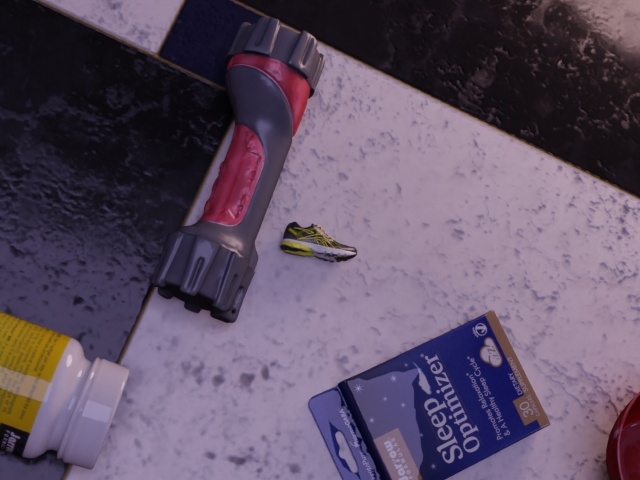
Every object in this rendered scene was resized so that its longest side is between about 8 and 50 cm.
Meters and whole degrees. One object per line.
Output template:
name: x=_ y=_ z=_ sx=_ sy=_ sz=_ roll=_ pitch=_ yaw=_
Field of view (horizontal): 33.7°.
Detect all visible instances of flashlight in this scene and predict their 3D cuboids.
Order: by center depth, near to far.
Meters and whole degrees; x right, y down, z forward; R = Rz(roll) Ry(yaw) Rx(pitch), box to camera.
flashlight: x=-0.088 y=-0.078 z=1.086 sx=0.103 sy=0.103 sz=0.304 roll=15 pitch=71 yaw=18

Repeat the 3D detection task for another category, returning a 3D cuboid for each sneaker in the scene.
sneaker: x=0.000 y=0.000 z=1.120 sx=0.083 sy=0.031 sz=0.035 roll=11 pitch=72 yaw=-11

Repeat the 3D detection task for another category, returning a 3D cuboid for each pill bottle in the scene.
pill bottle: x=-0.289 y=0.128 z=0.966 sx=0.208 sy=0.119 sz=0.119 roll=21 pitch=71 yaw=-7

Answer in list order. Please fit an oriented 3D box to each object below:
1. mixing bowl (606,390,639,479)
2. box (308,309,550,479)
mixing bowl: x=0.373 y=0.233 z=1.116 sx=0.181 sy=0.098 sz=0.181 roll=3 pitch=75 yaw=-13
box: x=0.114 y=0.179 z=1.100 sx=0.225 sy=0.036 sz=0.136 roll=-23 pitch=82 yaw=-18
